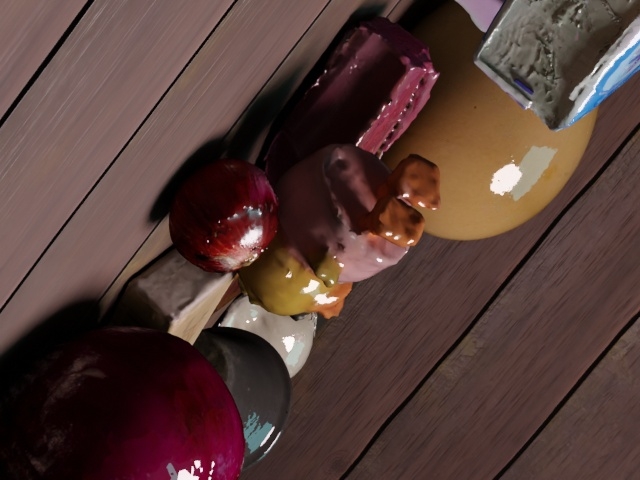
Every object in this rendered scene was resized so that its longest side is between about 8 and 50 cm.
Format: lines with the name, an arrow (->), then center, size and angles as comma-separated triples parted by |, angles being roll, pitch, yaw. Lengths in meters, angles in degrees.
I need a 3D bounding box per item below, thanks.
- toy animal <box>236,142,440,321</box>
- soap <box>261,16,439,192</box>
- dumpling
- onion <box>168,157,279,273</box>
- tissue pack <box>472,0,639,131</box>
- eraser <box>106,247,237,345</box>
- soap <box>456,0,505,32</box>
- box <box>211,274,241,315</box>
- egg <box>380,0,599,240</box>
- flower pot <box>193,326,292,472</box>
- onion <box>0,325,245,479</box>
toy animal -> -0.004, -0.002, 1.729 | 0.281, 0.169, 0.195 | -43, -170, 42
soap -> 0.022, -0.138, 1.848 | 0.289, 0.112, 0.182 | -51, 169, 19
dumpling -> -0.106, 0.159, 2.463 | 0.172, 0.142, 0.247 | 5, 116, -41
onion -> -0.106, -0.027, 1.637 | 0.131, 0.131, 0.131 | -48, 172, -9
tissue pack -> 0.311, -0.261, 1.619 | 0.263, 0.146, 0.198 | -38, 166, -49
eraser -> -0.227, 0.143, 1.889 | 0.144, 0.078, 0.343 | -40, 168, -47
soap -> 0.263, -0.404, 1.766 | 0.446, 0.156, 0.261 | -39, 167, -49
box -> -0.088, -0.006, 1.990 | 0.159, 0.071, 0.240 | -53, 172, 32
egg -> 0.222, -0.181, 2.042 | 0.374, 0.301, 0.301 | -61, 173, -7
flower pot -> -0.174, 0.213, 2.128 | 0.235, 0.235, 0.148 | -49, 151, -5
onion -> -0.218, 0.218, 1.647 | 0.336, 0.282, 0.260 | -10, 138, -56
